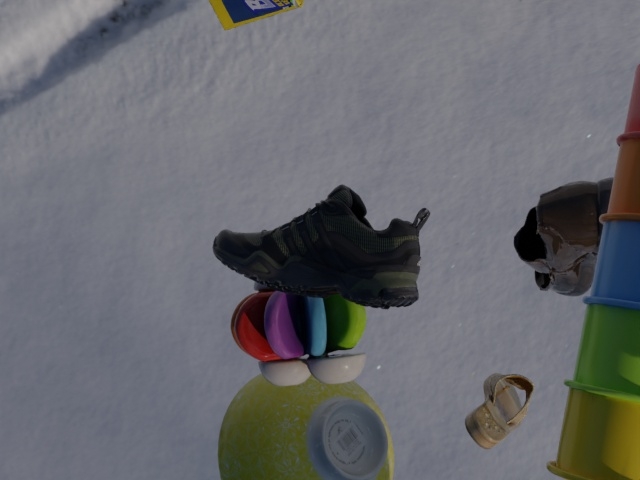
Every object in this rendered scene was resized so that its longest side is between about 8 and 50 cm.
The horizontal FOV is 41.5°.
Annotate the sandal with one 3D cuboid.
[{"bbox_3d":[0.299,0.248,1.317,0.079,0.240,0.088,-43,80,25],"label":"sandal"}]

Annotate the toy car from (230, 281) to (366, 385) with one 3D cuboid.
[{"bbox_3d":[-0.034,0.102,1.053,0.181,0.136,0.159,-9,83,37],"label":"toy car"}]

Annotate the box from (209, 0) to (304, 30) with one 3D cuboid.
[{"bbox_3d":[-0.031,-0.207,0.529,0.054,0.169,0.059,-9,134,24],"label":"box"}]

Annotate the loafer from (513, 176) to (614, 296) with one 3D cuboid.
[{"bbox_3d":[0.360,-0.010,1.291,0.130,0.366,0.134,4,71,7],"label":"loafer"}]

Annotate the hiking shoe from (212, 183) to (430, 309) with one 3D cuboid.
[{"bbox_3d":[0.000,0.000,0.863,0.226,0.086,0.114,10,80,20],"label":"hiking shoe"}]

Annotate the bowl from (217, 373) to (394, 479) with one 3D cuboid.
[{"bbox_3d":[0.011,0.309,1.250,0.290,0.289,0.156,57,139,2],"label":"bowl"}]

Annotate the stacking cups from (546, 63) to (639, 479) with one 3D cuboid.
[{"bbox_3d":[0.233,0.021,0.620,0.096,0.096,0.317,6,84,25],"label":"stacking cups"}]
